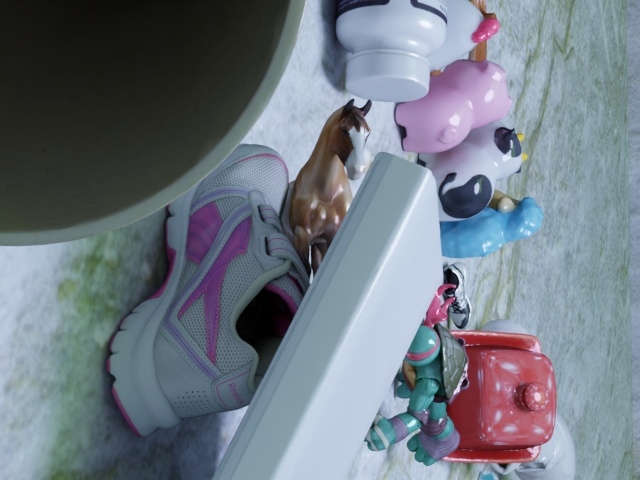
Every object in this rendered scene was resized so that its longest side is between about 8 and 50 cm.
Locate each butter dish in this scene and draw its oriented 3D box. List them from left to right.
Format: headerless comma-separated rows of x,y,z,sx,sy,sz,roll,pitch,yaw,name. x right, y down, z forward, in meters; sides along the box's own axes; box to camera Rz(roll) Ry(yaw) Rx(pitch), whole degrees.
0.225,0.186,1.555,0.160,0.118,0.160,6,82,-28,butter dish

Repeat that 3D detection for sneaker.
-0.053,0.031,0.926,0.103,0.111,0.252,66,30,-45,sneaker
0.164,0.069,1.608,0.037,0.032,0.083,-9,92,-55,sneaker
0.255,0.270,1.738,0.292,0.108,0.169,65,31,-27,sneaker

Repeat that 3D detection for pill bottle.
0.070,-0.237,1.264,0.108,0.108,0.193,32,60,-65,pill bottle

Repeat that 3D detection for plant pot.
-0.123,-0.166,0.625,0.274,0.256,0.256,-81,163,-69,plant pot

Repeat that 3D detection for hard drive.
-0.011,0.137,0.898,0.353,0.047,0.233,-62,166,-15,hard drive

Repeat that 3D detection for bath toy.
0.163,-0.139,1.475,0.151,0.129,0.348,-70,150,-42,bath toy

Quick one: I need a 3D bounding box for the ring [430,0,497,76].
0.174,-0.292,1.644,0.336,0.032,0.336,0,90,-69,ring

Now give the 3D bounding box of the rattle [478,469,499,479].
0.260,0.392,1.691,0.130,0.143,0.199,57,40,-23,rattle

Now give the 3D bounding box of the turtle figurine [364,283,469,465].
0.091,0.130,1.304,0.234,0.118,0.175,64,32,-58,turtle figurine

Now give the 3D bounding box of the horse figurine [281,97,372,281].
0.000,0.000,1.070,0.263,0.066,0.174,100,-9,-80,horse figurine
